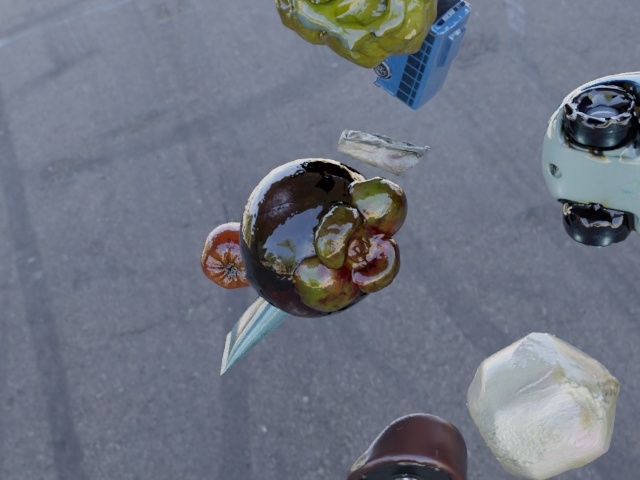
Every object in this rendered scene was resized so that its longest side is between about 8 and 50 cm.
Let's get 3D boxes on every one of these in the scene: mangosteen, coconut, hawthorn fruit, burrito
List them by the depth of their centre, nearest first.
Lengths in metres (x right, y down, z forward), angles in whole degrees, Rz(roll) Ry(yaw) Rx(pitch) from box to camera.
[{"bbox_3d":[0.000,0.000,1.141,0.209,0.210,0.210,-13,34,9],"label":"mangosteen"},{"bbox_3d":[0.097,-0.138,1.482,0.149,0.055,0.041,16,23,18],"label":"burrito"},{"bbox_3d":[0.368,0.264,1.536,0.230,0.227,0.227,-33,31,15],"label":"coconut"},{"bbox_3d":[-0.149,0.023,1.716,0.125,0.125,0.140,11,36,38],"label":"hawthorn fruit"}]

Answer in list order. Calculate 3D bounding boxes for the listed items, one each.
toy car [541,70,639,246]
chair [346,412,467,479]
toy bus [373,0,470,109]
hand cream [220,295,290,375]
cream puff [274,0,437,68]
[{"bbox_3d":[0.378,-0.101,1.041,0.255,0.189,0.190,7,42,24],"label":"toy car"},{"bbox_3d":[0.148,0.512,1.588,0.226,0.227,0.401,-9,45,14],"label":"chair"},{"bbox_3d":[0.194,-0.373,1.797,0.133,0.234,0.116,40,60,15],"label":"toy bus"},{"bbox_3d":[-0.060,0.082,1.485,0.312,0.070,0.111,-44,22,21],"label":"hand cream"},{"bbox_3d":[0.031,-0.356,1.249,0.281,0.282,0.185,13,37,39],"label":"cream puff"}]
